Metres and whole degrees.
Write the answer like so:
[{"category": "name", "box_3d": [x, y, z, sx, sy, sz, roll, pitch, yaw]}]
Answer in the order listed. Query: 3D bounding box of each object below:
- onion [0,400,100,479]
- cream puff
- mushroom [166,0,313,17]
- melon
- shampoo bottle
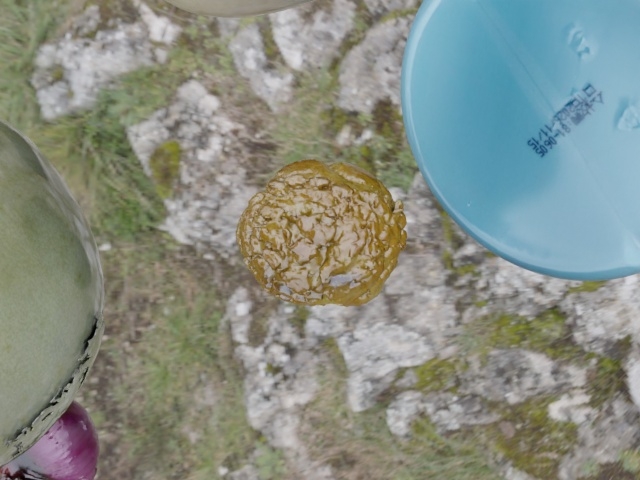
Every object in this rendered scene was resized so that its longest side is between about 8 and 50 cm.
[{"category": "onion", "box_3d": [-0.243, 0.177, 0.943, 0.115, 0.104, 0.115, 11, 133, 12]}, {"category": "cream puff", "box_3d": [0.000, -0.002, 0.934, 0.144, 0.103, 0.126, 10, 105, 4]}, {"category": "mushroom", "box_3d": [-0.088, -0.446, 1.405, 0.362, 0.362, 0.294, 1, 120, 22]}, {"category": "melon", "box_3d": [-0.281, 0.042, 0.761, 0.269, 0.330, 0.268, 2, 59, -4]}, {"category": "shampoo bottle", "box_3d": [0.296, -0.165, 1.070, 0.331, 0.343, 0.331, 17, 121, 31]}]
